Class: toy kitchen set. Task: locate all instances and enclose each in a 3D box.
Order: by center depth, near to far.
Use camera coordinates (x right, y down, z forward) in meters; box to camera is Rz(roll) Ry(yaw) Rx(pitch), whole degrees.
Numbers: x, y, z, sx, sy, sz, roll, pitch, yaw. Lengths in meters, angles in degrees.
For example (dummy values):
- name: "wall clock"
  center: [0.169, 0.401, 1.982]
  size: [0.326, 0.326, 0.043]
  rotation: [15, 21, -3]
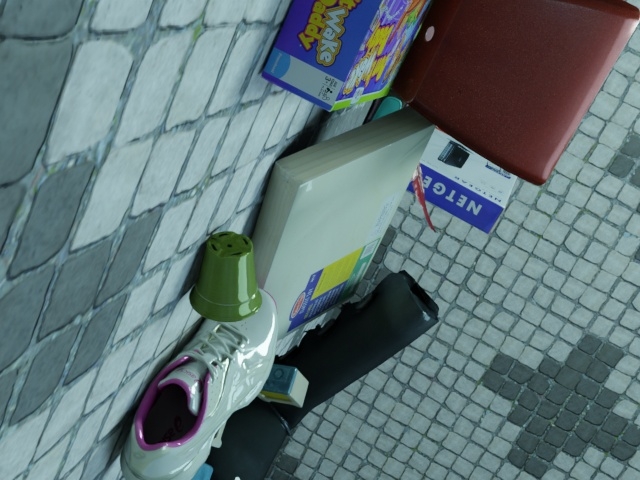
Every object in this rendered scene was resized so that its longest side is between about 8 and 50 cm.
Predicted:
- name: "toy kitchen set"
  center: [-0.134, 0.267, 1.244]
  size: [0.122, 0.166, 0.207]
  rotation: [48, 53, -52]

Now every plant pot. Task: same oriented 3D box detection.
- name: "plant pot"
  center: [-0.104, 0.035, 0.972]
  size: [0.083, 0.083, 0.079]
  rotation: [-54, 156, -52]
- name: "plant pot"
  center: [0.217, -0.271, 1.205]
  size: [0.267, 0.235, 0.267]
  rotation: [-65, -149, 24]

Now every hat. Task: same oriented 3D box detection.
- name: "hat"
  center: [0.193, -0.162, 1.755]
  size: [0.209, 0.183, 0.173]
  rotation: [-58, -165, 2]

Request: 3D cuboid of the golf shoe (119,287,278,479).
- name: "golf shoe"
  center: [-0.139, 0.171, 1.089]
  size: [0.306, 0.115, 0.140]
  rotation: [-59, 170, -30]

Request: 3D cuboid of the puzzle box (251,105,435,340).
- name: "puzzle box"
  center: [0.000, 0.000, 1.290]
  size: [0.272, 0.052, 0.409]
  rotation: [-28, 153, -38]

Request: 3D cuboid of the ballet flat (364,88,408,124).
- name: "ballet flat"
  center: [0.145, -0.283, 1.626]
  size: [0.079, 0.076, 0.221]
  rotation: [-84, -160, -54]

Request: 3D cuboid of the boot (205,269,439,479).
- name: "boot"
  center: [0.002, 0.238, 1.434]
  size: [0.445, 0.146, 0.367]
  rotation: [-32, -166, 8]

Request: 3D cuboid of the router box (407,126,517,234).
- name: "router box"
  center: [0.313, -0.179, 2.144]
  size: [0.082, 0.335, 0.301]
  rotation: [-64, 173, 29]

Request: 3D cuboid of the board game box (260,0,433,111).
- name: "board game box"
  center: [0.063, -0.271, 0.944]
  size: [0.233, 0.078, 0.347]
  rotation: [-64, 174, 17]
